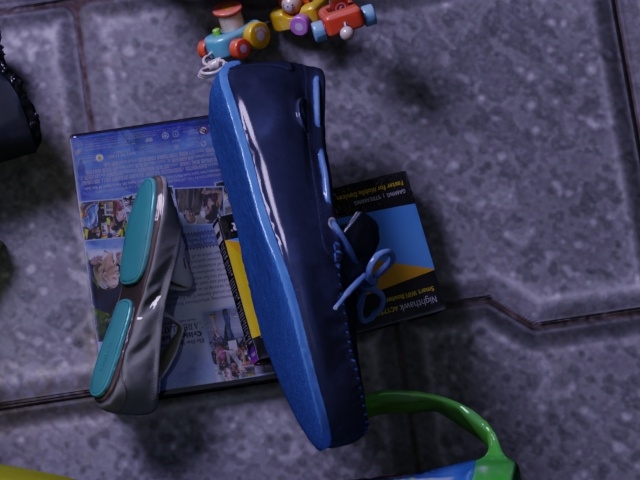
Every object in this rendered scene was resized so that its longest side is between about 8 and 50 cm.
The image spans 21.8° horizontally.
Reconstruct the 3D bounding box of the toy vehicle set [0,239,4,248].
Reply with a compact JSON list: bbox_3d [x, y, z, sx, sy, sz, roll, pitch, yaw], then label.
[{"bbox_3d":[-0.444,0.009,1.506,0.267,0.035,0.166,29,83,3],"label":"toy vehicle set"}]

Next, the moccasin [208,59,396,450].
[{"bbox_3d":[0.000,0.000,1.394,0.117,0.138,0.342,-11,81,-17],"label":"moccasin"}]

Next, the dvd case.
[{"bbox_3d":[-0.122,0.014,1.514,0.180,0.022,0.253,-8,82,-2],"label":"dvd case"}]

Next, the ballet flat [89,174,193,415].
[{"bbox_3d":[-0.149,0.051,1.473,0.068,0.072,0.213,16,83,-27],"label":"ballet flat"}]

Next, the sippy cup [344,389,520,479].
[{"bbox_3d":[0.051,0.294,1.390,0.224,0.305,0.240,2,124,10],"label":"sippy cup"}]

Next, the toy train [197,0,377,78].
[{"bbox_3d":[-0.037,-0.198,1.491,0.166,0.125,0.046,-17,110,2],"label":"toy train"}]

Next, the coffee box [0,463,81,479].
[{"bbox_3d":[-0.374,0.321,1.251,0.338,0.338,0.334,15,81,-40],"label":"coffee box"}]

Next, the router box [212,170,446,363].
[{"bbox_3d":[0.008,0.023,1.486,0.179,0.046,0.133,-15,83,-13],"label":"router box"}]

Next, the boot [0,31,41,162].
[{"bbox_3d":[-0.342,-0.065,1.454,0.207,0.094,0.246,-17,64,-12],"label":"boot"}]
